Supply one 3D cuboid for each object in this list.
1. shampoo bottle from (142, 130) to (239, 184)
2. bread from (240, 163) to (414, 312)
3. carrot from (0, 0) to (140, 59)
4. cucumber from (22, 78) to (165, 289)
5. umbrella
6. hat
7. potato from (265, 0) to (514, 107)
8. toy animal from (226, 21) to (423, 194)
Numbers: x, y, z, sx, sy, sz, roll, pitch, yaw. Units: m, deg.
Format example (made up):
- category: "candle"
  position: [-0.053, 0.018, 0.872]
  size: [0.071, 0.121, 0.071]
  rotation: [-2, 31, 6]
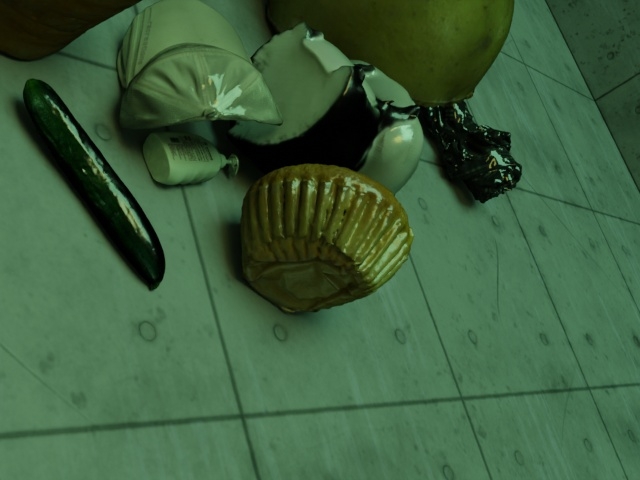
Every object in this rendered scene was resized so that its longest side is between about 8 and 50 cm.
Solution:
- category: "shampoo bottle"
  position: [-0.169, -0.112, 1.156]
  size: [0.152, 0.045, 0.077]
  rotation: [-6, 66, -51]
- category: "bread"
  position: [0.002, -0.003, 1.123]
  size: [0.240, 0.240, 0.139]
  rotation: [38, 50, -26]
- category: "carrot"
  position: [-0.279, -0.359, 0.963]
  size: [0.224, 0.341, 0.224]
  rotation: [32, 44, -37]
- category: "cucumber"
  position: [-0.262, -0.068, 0.997]
  size: [0.284, 0.056, 0.056]
  rotation: [58, 33, -7]
- category: "umbrella"
  position: [0.300, -0.243, 1.763]
  size: [0.128, 0.154, 0.336]
  rotation: [85, -16, -74]
- category: "hat"
  position: [-0.161, -0.242, 1.115]
  size: [0.220, 0.164, 0.225]
  rotation: [-6, 80, -17]
- category: "potato"
  position: [0.148, -0.481, 1.473]
  size: [0.442, 0.319, 0.385]
  rotation: [35, 47, 12]
- category: "toy animal"
  position: [0.026, -0.175, 1.306]
  size: [0.310, 0.251, 0.250]
  rotation: [28, 42, -51]
